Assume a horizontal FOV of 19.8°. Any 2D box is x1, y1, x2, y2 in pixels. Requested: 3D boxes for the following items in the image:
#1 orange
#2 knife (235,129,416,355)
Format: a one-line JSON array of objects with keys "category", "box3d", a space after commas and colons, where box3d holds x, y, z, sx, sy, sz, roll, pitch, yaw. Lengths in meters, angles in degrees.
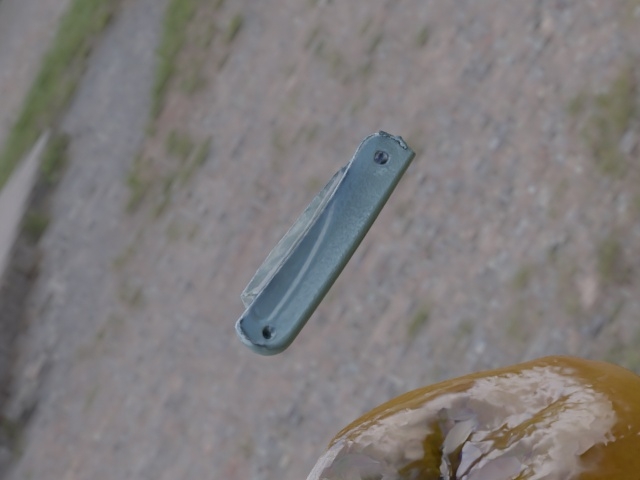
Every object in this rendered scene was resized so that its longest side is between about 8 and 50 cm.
[{"category": "orange", "box3d": [0.090, 0.164, 0.833, 0.249, 0.183, 0.249, -19, 49, 24]}, {"category": "knife", "box3d": [0.000, 0.000, 1.132, 0.162, 0.044, 0.023, -56, -7, -12]}]
